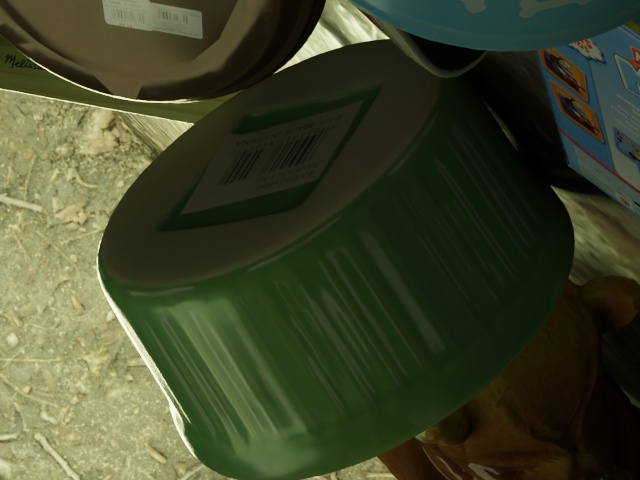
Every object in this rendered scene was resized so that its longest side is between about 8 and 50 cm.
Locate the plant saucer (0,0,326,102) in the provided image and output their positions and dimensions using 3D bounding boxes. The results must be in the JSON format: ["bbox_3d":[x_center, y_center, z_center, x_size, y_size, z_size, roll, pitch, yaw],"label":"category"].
[{"bbox_3d":[-0.131,-0.192,1.053,0.278,0.041,0.277,11,136,11],"label":"plant saucer"}]

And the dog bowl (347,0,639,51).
[{"bbox_3d":[0.010,-0.192,0.485,0.297,0.166,0.074,44,162,7],"label":"dog bowl"}]

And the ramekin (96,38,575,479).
[{"bbox_3d":[0.000,0.000,1.080,0.148,0.303,0.303,57,168,-26],"label":"ramekin"}]

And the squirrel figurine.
[{"bbox_3d":[0.178,0.182,1.209,0.397,0.281,0.370,57,166,34],"label":"squirrel figurine"}]

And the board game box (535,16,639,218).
[{"bbox_3d":[0.173,-0.054,0.785,0.160,0.039,0.211,41,172,29],"label":"board game box"}]

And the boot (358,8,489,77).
[{"bbox_3d":[-0.012,-0.198,0.856,0.176,0.088,0.244,42,176,37],"label":"boot"}]

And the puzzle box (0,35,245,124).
[{"bbox_3d":[-0.263,-0.205,1.385,0.409,0.052,0.272,8,-153,-37],"label":"puzzle box"}]
